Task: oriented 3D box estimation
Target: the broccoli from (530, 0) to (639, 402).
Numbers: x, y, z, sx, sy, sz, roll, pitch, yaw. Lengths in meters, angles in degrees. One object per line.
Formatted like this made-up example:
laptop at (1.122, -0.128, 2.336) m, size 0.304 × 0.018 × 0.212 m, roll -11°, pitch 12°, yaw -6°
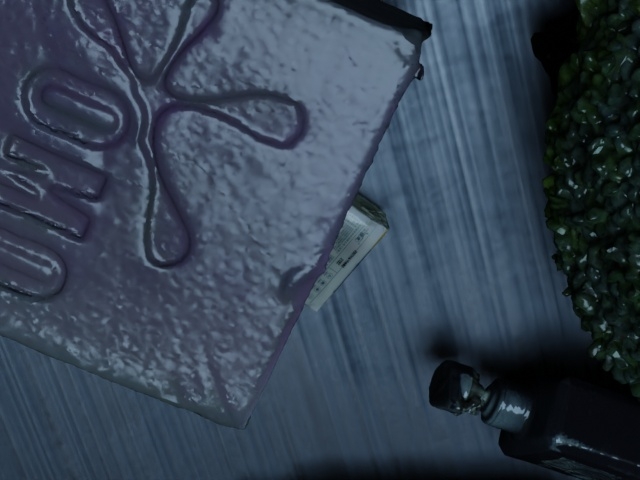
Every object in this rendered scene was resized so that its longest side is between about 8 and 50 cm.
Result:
broccoli at (0.279, -0.039, 0.880) m, size 0.338 × 0.277 × 0.317 m, roll 39°, pitch 87°, yaw -27°

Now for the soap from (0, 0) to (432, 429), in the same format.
soap at (-0.113, -0.063, 0.903) m, size 0.285 × 0.107 × 0.296 m, roll 22°, pitch 109°, yaw -5°

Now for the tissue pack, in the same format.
tissue pack at (0.000, 0.000, 0.992) m, size 0.062 × 0.042 × 0.083 m, roll 35°, pitch 108°, yaw -15°

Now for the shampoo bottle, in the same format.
shampoo bottle at (0.226, 0.150, 1.043) m, size 0.309 × 0.098 × 0.071 m, roll 20°, pitch 79°, yaw -12°
